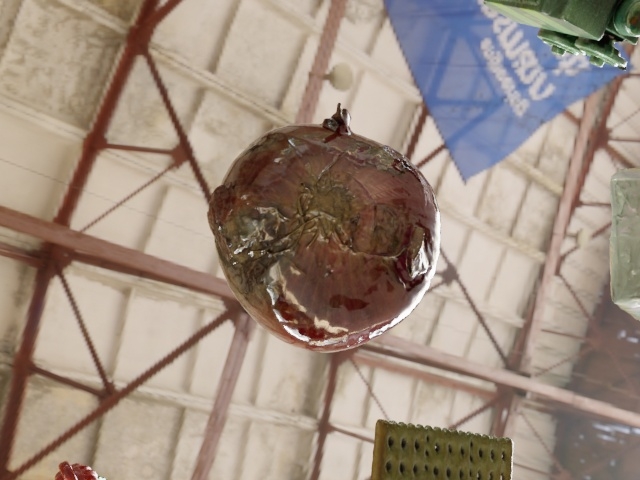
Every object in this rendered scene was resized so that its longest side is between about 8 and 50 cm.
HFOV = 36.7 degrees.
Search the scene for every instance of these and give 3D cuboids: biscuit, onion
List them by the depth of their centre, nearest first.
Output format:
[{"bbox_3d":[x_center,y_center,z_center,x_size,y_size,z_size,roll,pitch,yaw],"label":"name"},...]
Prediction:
[{"bbox_3d":[0.150,0.294,1.158,0.231,0.016,0.139,16,-108,-35],"label":"biscuit"},{"bbox_3d":[0.010,-0.017,1.426,0.353,0.353,0.353,-11,-75,-46],"label":"onion"}]

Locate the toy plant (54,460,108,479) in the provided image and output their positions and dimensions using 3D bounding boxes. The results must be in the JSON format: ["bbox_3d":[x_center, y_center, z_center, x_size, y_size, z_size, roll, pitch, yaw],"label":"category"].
[{"bbox_3d":[-0.263,0.346,1.163,0.088,0.240,0.154,-27,-103,-17],"label":"toy plant"}]

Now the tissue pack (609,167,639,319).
[{"bbox_3d":[0.590,0.030,1.327,0.405,0.332,0.205,24,-112,-63],"label":"tissue pack"}]

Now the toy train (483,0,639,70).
[{"bbox_3d":[0.421,-0.406,1.635,0.238,0.299,0.167,20,-81,-26],"label":"toy train"}]
